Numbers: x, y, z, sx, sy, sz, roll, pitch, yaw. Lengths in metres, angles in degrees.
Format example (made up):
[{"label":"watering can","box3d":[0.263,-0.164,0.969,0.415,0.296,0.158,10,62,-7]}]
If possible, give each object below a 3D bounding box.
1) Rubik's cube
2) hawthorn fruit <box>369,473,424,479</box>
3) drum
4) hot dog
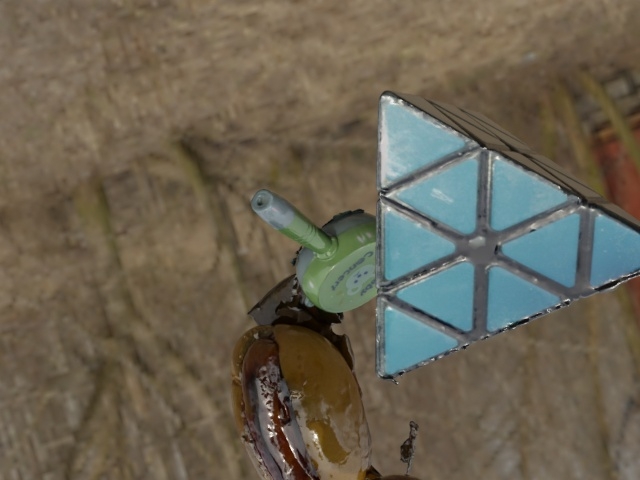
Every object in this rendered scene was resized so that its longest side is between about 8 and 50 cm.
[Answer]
[{"label":"Rubik's cube","box3d":[0.150,-0.025,1.447,0.229,0.233,0.228,-19,172,-26]},{"label":"hawthorn fruit","box3d":[0.046,0.309,1.505,0.189,0.149,0.149,-20,177,-1]},{"label":"drum","box3d":[-0.013,0.015,1.588,0.253,0.049,0.130,12,124,-51]},{"label":"hot dog","box3d":[-0.011,0.211,1.695,0.194,0.326,0.107,-33,174,40]}]
